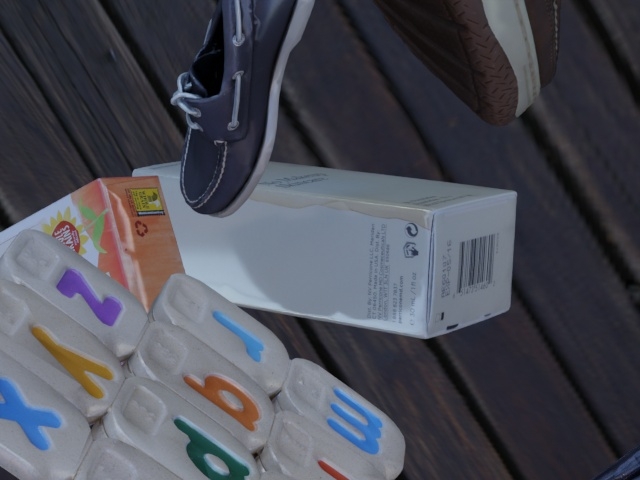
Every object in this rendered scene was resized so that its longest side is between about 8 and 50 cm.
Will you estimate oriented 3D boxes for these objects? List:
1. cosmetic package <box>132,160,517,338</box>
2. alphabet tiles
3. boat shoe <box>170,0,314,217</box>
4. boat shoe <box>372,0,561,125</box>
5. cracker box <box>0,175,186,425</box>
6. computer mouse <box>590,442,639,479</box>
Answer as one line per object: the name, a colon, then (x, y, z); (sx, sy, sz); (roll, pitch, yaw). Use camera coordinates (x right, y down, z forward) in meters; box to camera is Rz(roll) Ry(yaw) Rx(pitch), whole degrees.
cosmetic package: (0.000, 0.000, 1.565); (0.309, 0.160, 0.113); (9, 102, 31)
alphabet tiles: (-0.032, 0.108, 0.729); (0.278, 0.284, 0.021); (36, 110, -8)
boat shoe: (-0.060, -0.098, 1.029); (0.065, 0.075, 0.206); (-5, 134, -29)
boat shoe: (0.056, -0.130, 0.588); (0.095, 0.257, 0.095); (-40, 63, -5)
cracker box: (-0.197, 0.063, 1.347); (0.232, 0.067, 0.156); (-24, 78, 39)
computer mouse: (0.132, 0.141, 0.616); (0.106, 0.193, 0.042); (-33, 119, 7)
